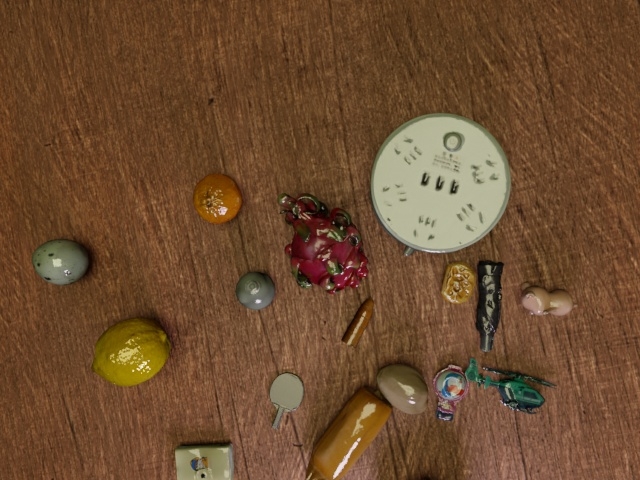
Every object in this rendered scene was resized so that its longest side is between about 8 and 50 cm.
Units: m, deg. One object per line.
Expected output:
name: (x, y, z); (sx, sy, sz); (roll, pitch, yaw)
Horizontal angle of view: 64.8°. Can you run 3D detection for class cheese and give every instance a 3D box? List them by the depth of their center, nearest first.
cheese: (0.338, 0.398, 1.321); (0.095, 0.038, 0.145); (11, 90, 6)

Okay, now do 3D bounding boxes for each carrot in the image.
carrot: (0.105, 0.217, 1.341); (0.048, 0.048, 0.139); (28, 92, 5)

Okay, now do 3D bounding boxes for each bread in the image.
bread: (0.360, 0.111, 1.316); (0.083, 0.044, 0.111); (13, 93, 2)

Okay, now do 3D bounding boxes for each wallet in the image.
wallet: (-0.318, 0.618, 1.393); (0.154, 0.039, 0.111); (-4, 87, 6)

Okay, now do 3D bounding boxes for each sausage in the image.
sausage: (0.059, 0.531, 1.320); (0.112, 0.112, 0.328); (37, 94, 5)

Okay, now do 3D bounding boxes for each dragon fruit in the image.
dragon fruit: (0.008, 0.003, 1.290); (0.198, 0.218, 0.273); (-6, 83, -39)

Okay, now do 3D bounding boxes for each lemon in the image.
lemon: (-0.501, 0.293, 1.346); (0.180, 0.180, 0.193); (38, 95, 5)

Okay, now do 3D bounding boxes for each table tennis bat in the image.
table tennis bat: (-0.100, 0.440, 1.381); (0.095, 0.014, 0.158); (20, 91, 5)

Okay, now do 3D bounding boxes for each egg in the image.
egg: (-0.722, 0.056, 1.396); (0.164, 0.131, 0.132); (13, 92, 29)

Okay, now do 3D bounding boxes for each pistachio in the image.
pistachio: (0.213, 0.378, 1.303); (0.149, 0.113, 0.113); (24, 93, 15)

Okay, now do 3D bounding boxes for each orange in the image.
orange: (-0.276, -0.113, 1.346); (0.135, 0.117, 0.136); (0, 90, -1)

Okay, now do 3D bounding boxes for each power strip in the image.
power strip: (0.286, -0.126, 1.262); (0.356, 0.161, 0.358); (0, 90, 6)

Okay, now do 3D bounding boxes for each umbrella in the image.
umbrella: (0.432, 0.169, 1.303); (0.066, 0.059, 0.236); (5, 93, 29)

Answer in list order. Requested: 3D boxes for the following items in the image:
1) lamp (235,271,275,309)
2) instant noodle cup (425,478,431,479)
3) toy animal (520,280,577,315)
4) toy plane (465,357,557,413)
lamp: (-0.173, 0.133, 1.343); (0.105, 0.105, 0.105); (0, 90, 6)
instant noodle cup: (0.272, 0.724, 1.256); (0.216, 0.216, 0.172); (44, 86, 4)
toy animal: (0.574, 0.151, 1.277); (0.149, 0.083, 0.089); (10, 78, -5)
toy plane: (0.485, 0.380, 1.297); (0.234, 0.060, 0.096); (15, 84, 3)
